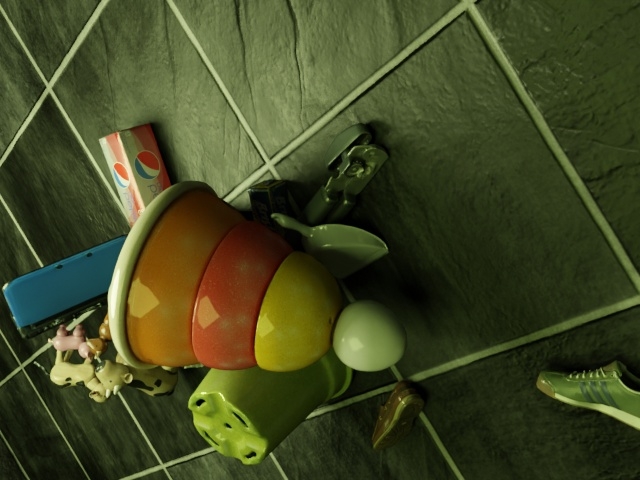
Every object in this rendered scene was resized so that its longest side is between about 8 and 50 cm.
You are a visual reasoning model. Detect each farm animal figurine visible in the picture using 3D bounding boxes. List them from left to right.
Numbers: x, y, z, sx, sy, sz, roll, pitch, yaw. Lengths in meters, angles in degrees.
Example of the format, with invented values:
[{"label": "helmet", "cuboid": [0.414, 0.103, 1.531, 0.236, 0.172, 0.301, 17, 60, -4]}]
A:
[{"label": "farm animal figurine", "cuboid": [-0.478, 0.307, 1.591, 0.330, 0.326, 0.172, -33, 48, 41]}]

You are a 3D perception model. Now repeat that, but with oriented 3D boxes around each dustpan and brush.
[{"label": "dustpan and brush", "cuboid": [0.000, 0.000, 1.197, 0.147, 0.211, 0.060, -34, 52, 42]}]

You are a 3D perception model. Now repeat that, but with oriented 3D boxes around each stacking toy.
[{"label": "stacking toy", "cuboid": [-0.082, 0.116, 1.148, 0.479, 0.350, 0.351, 17, 121, 14]}]

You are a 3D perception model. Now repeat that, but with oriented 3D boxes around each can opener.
[{"label": "can opener", "cuboid": [0.020, -0.092, 1.202, 0.283, 0.076, 0.095, -49, 45, 41]}]

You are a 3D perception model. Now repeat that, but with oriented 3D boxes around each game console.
[{"label": "game console", "cuboid": [-0.585, 0.086, 1.547, 0.250, 0.293, 0.173, 20, 129, 54]}]

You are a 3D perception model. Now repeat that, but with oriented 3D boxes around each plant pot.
[{"label": "plant pot", "cuboid": [-0.115, 0.288, 1.312, 0.276, 0.254, 0.276, 20, 132, 24]}]

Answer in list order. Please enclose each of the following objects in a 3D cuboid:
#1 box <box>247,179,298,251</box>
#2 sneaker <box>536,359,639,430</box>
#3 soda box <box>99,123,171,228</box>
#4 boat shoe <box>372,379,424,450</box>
[{"label": "box", "cuboid": [-0.091, -0.032, 1.307, 0.054, 0.059, 0.169, 3, 112, 35]}, {"label": "sneaker", "cuboid": [0.436, 0.217, 1.014, 0.192, 0.064, 0.086, 18, 113, 31]}, {"label": "soda box", "cuboid": [-0.394, -0.119, 1.479, 0.083, 0.092, 0.263, -7, 105, 42]}, {"label": "boat shoe", "cuboid": [0.146, 0.346, 1.303, 0.060, 0.064, 0.178, 61, 140, 42]}]
